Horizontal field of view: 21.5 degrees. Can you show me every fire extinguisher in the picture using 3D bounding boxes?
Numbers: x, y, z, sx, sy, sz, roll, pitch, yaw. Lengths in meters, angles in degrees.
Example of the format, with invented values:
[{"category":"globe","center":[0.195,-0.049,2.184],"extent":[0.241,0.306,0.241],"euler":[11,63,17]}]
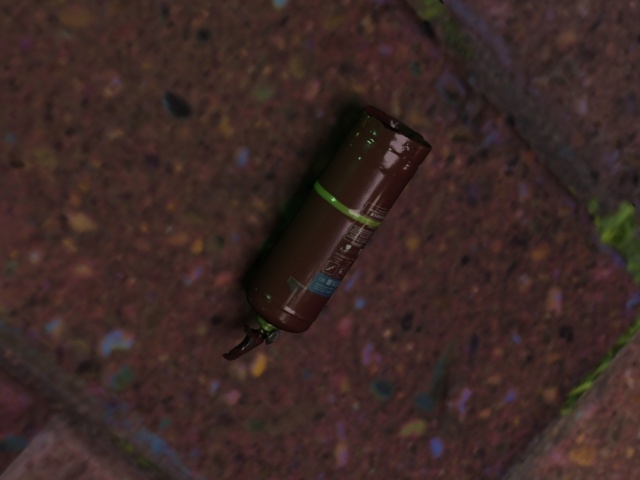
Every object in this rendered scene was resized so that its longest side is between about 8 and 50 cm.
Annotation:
[{"category":"fire extinguisher","center":[0.000,0.000,0.788],"extent":[0.132,0.039,0.056],"euler":[-57,163,12]}]
